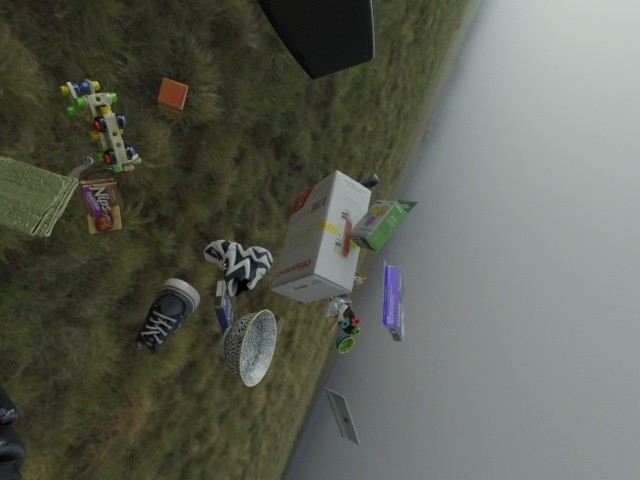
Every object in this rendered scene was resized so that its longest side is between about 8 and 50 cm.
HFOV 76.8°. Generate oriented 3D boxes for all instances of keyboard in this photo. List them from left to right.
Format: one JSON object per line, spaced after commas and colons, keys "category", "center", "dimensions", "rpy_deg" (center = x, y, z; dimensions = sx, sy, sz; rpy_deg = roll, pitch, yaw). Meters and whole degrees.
{"category": "keyboard", "center": [0.073, 0.562, 1.280], "dimensions": [0.014, 0.072, 0.255], "rpy_deg": [-47, 133, -40]}

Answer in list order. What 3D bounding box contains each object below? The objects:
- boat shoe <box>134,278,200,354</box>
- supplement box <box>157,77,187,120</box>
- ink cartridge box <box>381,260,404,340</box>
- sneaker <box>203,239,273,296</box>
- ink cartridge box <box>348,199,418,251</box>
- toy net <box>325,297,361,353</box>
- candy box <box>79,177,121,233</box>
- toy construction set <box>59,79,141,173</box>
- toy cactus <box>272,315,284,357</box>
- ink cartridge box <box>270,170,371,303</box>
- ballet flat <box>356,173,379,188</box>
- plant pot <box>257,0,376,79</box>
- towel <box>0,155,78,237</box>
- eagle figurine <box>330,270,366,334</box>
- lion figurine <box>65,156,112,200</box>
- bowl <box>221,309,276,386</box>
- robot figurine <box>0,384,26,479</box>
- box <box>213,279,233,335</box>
{"category": "boat shoe", "center": [-0.481, 0.249, 1.250], "dimensions": [0.340, 0.127, 0.158], "rpy_deg": [-49, -165, 51]}
{"category": "supplement box", "center": [-0.480, -0.450, 1.302], "dimensions": [0.233, 0.080, 0.077], "rpy_deg": [-162, -94, -69]}
{"category": "ink cartridge box", "center": [0.238, 0.197, 1.303], "dimensions": [0.208, 0.045, 0.206], "rpy_deg": [56, 35, -55]}
{"category": "sneaker", "center": [-0.268, 0.089, 1.178], "dimensions": [0.094, 0.235, 0.153], "rpy_deg": [78, 28, -49]}
{"category": "ink cartridge box", "center": [0.190, -0.068, 1.239], "dimensions": [0.209, 0.062, 0.109], "rpy_deg": [-49, -156, -12]}
{"category": "toy net", "center": [0.085, 0.274, 1.349], "dimensions": [0.122, 0.045, 0.232], "rpy_deg": [-28, 131, -17]}
{"category": "candy box", "center": [-0.784, -0.125, 1.445], "dimensions": [0.109, 0.053, 0.186], "rpy_deg": [-14, 125, -37]}
{"category": "toy construction set", "center": [-0.703, -0.349, 1.316], "dimensions": [0.151, 0.215, 0.327], "rpy_deg": [-45, 136, -32]}
{"category": "toy cactus", "center": [-0.200, 0.363, 1.503], "dimensions": [0.180, 0.112, 0.219], "rpy_deg": [-63, -172, -10]}
{"category": "ink cartridge box", "center": [0.000, 0.000, 1.379], "dimensions": [0.279, 0.161, 0.384], "rpy_deg": [-24, -136, 52]}
{"category": "ballet flat", "center": [0.150, -0.218, 1.573], "dimensions": [0.173, 0.049, 0.057], "rpy_deg": [-16, 168, -23]}
{"category": "plant pot", "center": [0.019, -0.419, 0.757], "dimensions": [0.187, 0.188, 0.166], "rpy_deg": [-79, 152, -47]}
{"category": "towel", "center": [-0.448, -0.065, 0.598], "dimensions": [0.027, 0.148, 0.109], "rpy_deg": [99, 8, -65]}
{"category": "eagle figurine", "center": [0.079, 0.186, 1.588], "dimensions": [0.225, 0.227, 0.298], "rpy_deg": [-52, -168, 49]}
{"category": "lion figurine", "center": [-0.975, -0.166, 1.468], "dimensions": [0.392, 0.142, 0.240], "rpy_deg": [-28, -177, -41]}
{"category": "bowl", "center": [-0.171, 0.234, 0.912], "dimensions": [0.170, 0.080, 0.169], "rpy_deg": [6, 90, -72]}
{"category": "robot figurine", "center": [-0.728, 0.429, 0.829], "dimensions": [0.209, 0.278, 0.173], "rpy_deg": [-31, 146, -38]}
{"category": "box", "center": [-0.369, 0.280, 1.564], "dimensions": [0.136, 0.037, 0.225], "rpy_deg": [-101, -173, -51]}
